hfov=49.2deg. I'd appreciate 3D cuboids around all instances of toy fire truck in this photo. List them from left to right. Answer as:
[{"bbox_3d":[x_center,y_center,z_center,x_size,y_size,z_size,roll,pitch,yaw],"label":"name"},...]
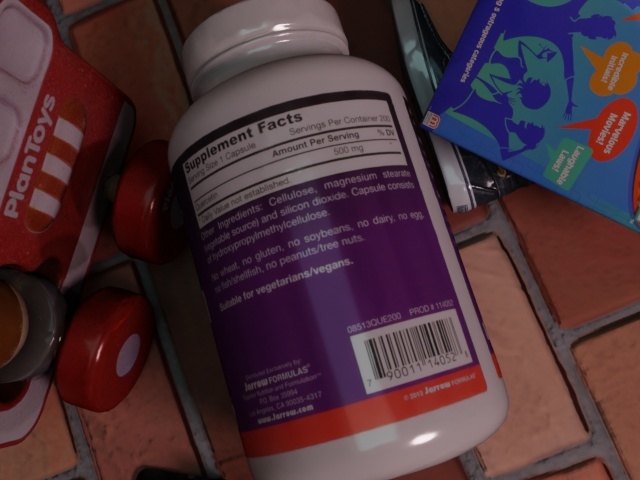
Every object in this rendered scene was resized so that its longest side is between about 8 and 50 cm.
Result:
[{"bbox_3d":[-0.223,0.002,0.497,0.169,0.254,0.302,17,84,11],"label":"toy fire truck"}]

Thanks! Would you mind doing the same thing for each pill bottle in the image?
[{"bbox_3d":[0.000,0.000,0.500,0.181,0.181,0.323,-18,78,6],"label":"pill bottle"}]

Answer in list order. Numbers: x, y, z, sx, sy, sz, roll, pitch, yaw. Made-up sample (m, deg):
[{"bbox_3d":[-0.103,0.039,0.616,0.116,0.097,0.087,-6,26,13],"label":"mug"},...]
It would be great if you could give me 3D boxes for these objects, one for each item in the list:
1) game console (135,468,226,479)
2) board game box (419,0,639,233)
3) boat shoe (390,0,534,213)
[{"bbox_3d":[-0.108,0.248,0.536,0.071,0.107,0.122,8,82,-18],"label":"game console"},{"bbox_3d":[0.194,-0.103,0.459,0.210,0.047,0.160,29,108,17],"label":"board game box"},{"bbox_3d":[0.117,-0.119,0.563,0.083,0.065,0.183,-18,86,5],"label":"boat shoe"}]
